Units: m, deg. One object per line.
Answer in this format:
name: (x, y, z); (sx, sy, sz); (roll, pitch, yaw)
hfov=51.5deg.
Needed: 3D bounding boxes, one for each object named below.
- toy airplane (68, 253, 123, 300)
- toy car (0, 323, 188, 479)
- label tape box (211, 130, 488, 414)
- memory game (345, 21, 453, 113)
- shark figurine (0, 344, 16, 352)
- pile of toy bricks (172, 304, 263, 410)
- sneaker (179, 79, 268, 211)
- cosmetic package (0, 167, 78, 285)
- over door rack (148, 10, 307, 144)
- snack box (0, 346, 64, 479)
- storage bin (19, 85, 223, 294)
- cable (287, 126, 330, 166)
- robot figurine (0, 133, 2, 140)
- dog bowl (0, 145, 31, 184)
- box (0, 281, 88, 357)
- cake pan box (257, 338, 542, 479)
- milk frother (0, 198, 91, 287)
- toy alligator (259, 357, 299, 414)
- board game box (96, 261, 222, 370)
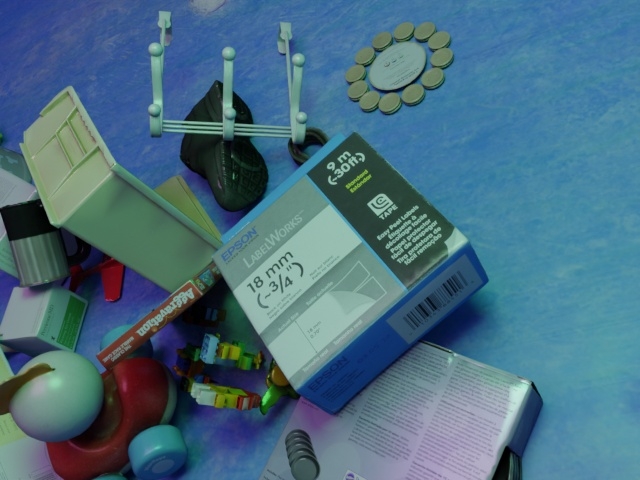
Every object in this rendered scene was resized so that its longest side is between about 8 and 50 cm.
toy airplane: (-0.385, 0.047, 1.160); (0.151, 0.028, 0.151); (-16, 53, 22)
toy car: (-0.332, 0.222, 0.867); (0.210, 0.238, 0.219); (-43, 49, 13)
label tape box: (0.000, 0.000, 0.812); (0.240, 0.106, 0.334); (-41, 51, 2)
memory game: (0.125, -0.279, 1.065); (0.186, 0.012, 0.186); (-15, 55, 22)
shark figurine: (-0.631, 0.248, 1.161); (0.116, 0.166, 0.279); (-2, 76, 59)
pile of toy bricks: (-0.124, 0.155, 0.887); (0.212, 0.105, 0.118); (-176, 98, -67)
sneaker: (-0.172, -0.141, 1.114); (0.130, 0.109, 0.286); (-35, 42, 20)
cosmetic package: (-0.544, -0.019, 1.216); (0.183, 0.151, 0.152); (22, 75, 40)
over door rack: (-0.152, -0.287, 1.076); (0.239, 0.108, 0.324); (2, 46, -11)
snack box: (-0.513, 0.285, 0.951); (0.322, 0.187, 0.060); (48, 135, 29)
storage bin: (-0.304, -0.074, 1.033); (0.123, 0.262, 0.260); (-43, 49, 4)
cable: (0.027, -0.091, 0.966); (0.139, 0.072, 0.287); (-28, 52, 12)
robot figurine: (-0.803, -0.244, 1.569); (0.115, 0.067, 0.101); (10, 80, 35)
dog bowl: (-0.793, -0.074, 1.435); (0.348, 0.102, 0.349); (-16, 54, 23)
box: (-0.465, 0.134, 1.114); (0.101, 0.087, 0.101); (-9, 57, 27)
cake pan box: (0.084, 0.232, 0.736); (0.266, 0.070, 0.246); (15, 72, 37)
milk frother: (-0.434, -0.002, 1.062); (0.129, 0.135, 0.143); (-15, 9, -18)
toy alligator: (-0.032, 0.141, 0.876); (0.051, 0.056, 0.190); (19, 65, -7)
board game box: (-0.193, 0.084, 0.897); (0.145, 0.281, 0.027); (-40, 94, 5)
